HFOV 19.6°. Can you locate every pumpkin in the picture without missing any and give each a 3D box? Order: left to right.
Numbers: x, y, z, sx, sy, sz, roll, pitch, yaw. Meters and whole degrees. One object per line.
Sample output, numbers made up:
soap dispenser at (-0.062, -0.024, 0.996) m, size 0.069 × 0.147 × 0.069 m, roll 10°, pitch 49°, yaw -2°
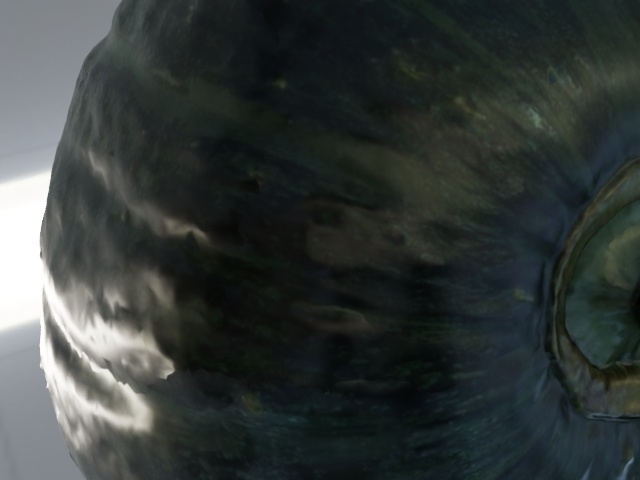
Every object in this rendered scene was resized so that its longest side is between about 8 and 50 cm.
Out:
pumpkin at (0.000, 0.000, 0.666) m, size 0.197 × 0.263 × 0.293 m, roll -6°, pitch -63°, yaw -35°
